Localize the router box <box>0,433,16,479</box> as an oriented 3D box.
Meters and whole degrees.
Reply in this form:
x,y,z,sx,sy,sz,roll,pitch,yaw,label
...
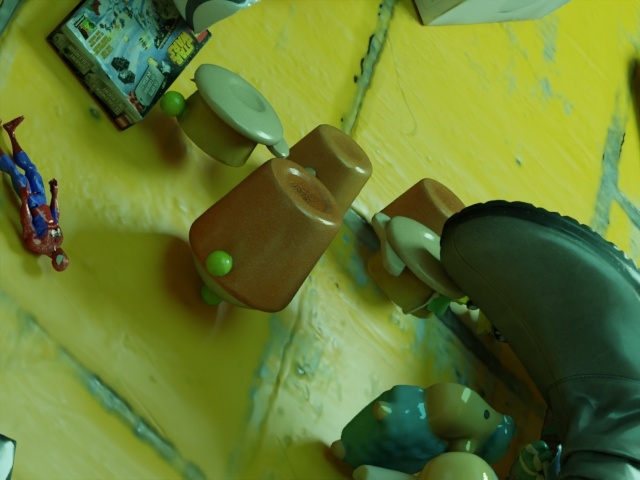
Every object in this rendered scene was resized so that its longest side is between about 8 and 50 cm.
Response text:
x,y,z,sx,sy,sz,roll,pitch,yaw,label
-0.303,0.210,1.078,0.243,0.081,0.309,32,47,-37,router box

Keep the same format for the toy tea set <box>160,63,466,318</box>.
x,y,z,sx,sy,sz,roll,pitch,yaw,label
0.000,0.000,1.577,0.336,0.124,0.200,25,28,-40,toy tea set

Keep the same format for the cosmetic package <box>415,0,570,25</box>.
x,y,z,sx,sy,sz,roll,pitch,yaw,label
0.220,-0.320,1.914,0.224,0.224,0.138,-11,79,-53,cosmetic package

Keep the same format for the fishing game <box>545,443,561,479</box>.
x,y,z,sx,sy,sz,roll,pitch,yaw,label
0.250,0.241,1.580,0.189,0.041,0.264,40,37,-27,fishing game

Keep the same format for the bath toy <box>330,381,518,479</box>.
x,y,z,sx,sy,sz,roll,pitch,yaw,label
0.074,0.277,1.442,0.129,0.151,0.348,25,52,-21,bath toy

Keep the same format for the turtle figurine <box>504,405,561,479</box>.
x,y,z,sx,sy,sz,roll,pitch,yaw,label
0.200,0.237,1.652,0.175,0.118,0.234,58,39,-20,turtle figurine

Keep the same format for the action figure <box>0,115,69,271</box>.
x,y,z,sx,sy,sz,roll,pitch,yaw,label
-0.203,-0.032,1.391,0.038,0.030,0.115,-15,84,-58,action figure

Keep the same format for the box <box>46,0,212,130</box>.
x,y,z,sx,sy,sz,roll,pitch,yaw,label
-0.147,-0.159,1.533,0.094,0.027,0.137,51,38,-15,box

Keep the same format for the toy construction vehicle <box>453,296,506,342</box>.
x,y,z,sx,sy,sz,roll,pitch,yaw,label
0.139,0.042,1.768,0.098,0.035,0.086,29,56,-41,toy construction vehicle

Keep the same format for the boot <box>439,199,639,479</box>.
x,y,z,sx,sy,sz,roll,pitch,yaw,label
0.200,0.139,1.482,0.338,0.118,0.223,39,49,-9,boot

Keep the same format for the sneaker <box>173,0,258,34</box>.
x,y,z,sx,sy,sz,roll,pitch,yaw,label
-0.082,-0.270,1.605,0.153,0.094,0.235,61,31,-11,sneaker
